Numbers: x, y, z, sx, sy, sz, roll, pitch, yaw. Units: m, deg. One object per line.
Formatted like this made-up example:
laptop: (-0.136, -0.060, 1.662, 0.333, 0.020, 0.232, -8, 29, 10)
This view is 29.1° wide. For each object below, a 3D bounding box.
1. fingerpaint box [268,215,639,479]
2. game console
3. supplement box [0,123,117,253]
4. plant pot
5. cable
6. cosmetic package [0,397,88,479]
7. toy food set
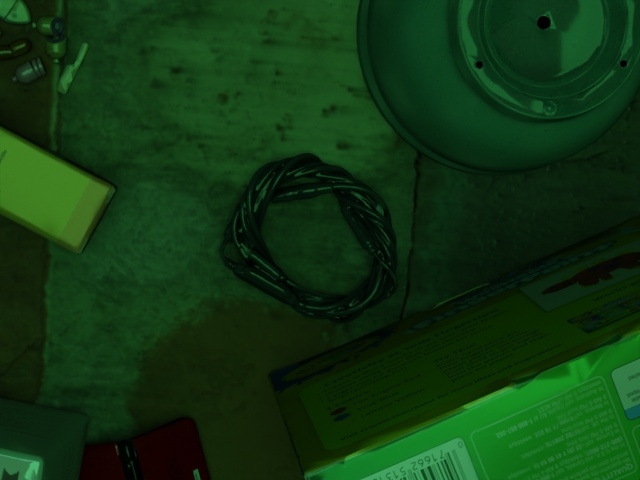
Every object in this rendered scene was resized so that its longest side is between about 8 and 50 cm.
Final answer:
fingerpaint box: (0.197, 0.143, 1.122, 0.445, 0.371, 0.163, -23, 98, -5)
game console: (-0.183, 0.264, 1.270, 0.124, 0.085, 0.144, -20, 100, -36)
supplement box: (-0.316, -0.075, 1.185, 0.233, 0.080, 0.078, 29, 91, -11)
plant pot: (0.193, -0.202, 1.173, 0.293, 0.196, 0.293, -1, 97, -7)
cable: (0.000, 0.000, 1.252, 0.184, 0.047, 0.150, 29, 87, -7)
cosmetic package: (-0.321, 0.239, 1.154, 0.151, 0.183, 0.151, 11, 94, 2)
toy food set: (-0.293, -0.195, 1.202, 0.122, 0.019, 0.078, 26, 92, -9)
